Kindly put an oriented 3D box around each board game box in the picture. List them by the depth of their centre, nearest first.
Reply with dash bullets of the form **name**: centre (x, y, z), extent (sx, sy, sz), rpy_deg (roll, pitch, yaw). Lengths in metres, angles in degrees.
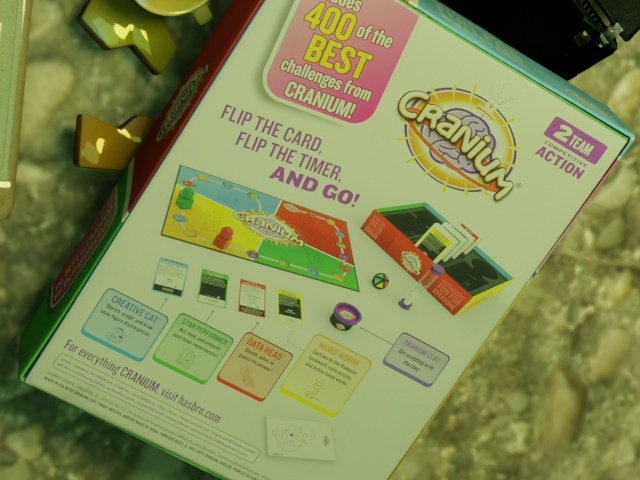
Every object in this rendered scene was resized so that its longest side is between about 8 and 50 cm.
- **board game box**: centre (0.000, 0.000, 1.069), extent (0.242, 0.064, 0.316), rpy_deg (29, 106, -19)

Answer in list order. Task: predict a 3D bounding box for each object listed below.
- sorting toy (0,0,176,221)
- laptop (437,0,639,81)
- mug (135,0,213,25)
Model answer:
- **sorting toy**: centre (-0.227, -0.126, 1.034), extent (0.307, 0.041, 0.229), rpy_deg (4, 91, -19)
- **laptop**: centre (0.098, -0.215, 1.115), extent (0.264, 0.136, 0.234), rpy_deg (-31, 105, 23)
- **mug**: centre (-0.096, -0.170, 1.060), extent (0.062, 0.064, 0.078), rpy_deg (-7, 126, -21)
